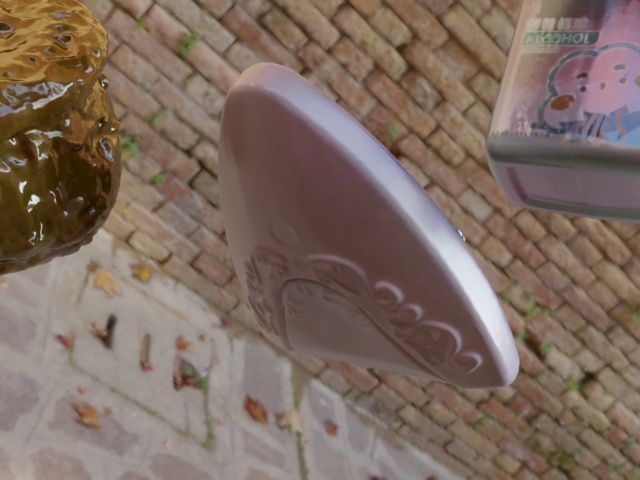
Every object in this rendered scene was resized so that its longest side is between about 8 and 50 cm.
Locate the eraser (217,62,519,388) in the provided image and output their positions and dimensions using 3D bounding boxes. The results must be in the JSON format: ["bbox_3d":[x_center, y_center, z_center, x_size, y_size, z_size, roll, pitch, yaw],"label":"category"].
[{"bbox_3d":[-0.001,0.001,0.584,0.059,0.204,0.243,-56,135,-32],"label":"eraser"}]

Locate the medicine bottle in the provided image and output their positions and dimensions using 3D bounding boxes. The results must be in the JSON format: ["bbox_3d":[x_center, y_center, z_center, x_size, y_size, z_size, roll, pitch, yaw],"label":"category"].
[{"bbox_3d":[0.185,-0.114,0.588,0.094,0.119,0.188,44,60,-58],"label":"medicine bottle"}]

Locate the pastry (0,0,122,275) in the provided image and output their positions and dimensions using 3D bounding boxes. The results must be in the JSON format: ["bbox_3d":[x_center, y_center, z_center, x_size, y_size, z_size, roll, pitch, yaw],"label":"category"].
[{"bbox_3d":[-0.245,-0.069,0.587,0.235,0.132,0.240,-23,43,-28],"label":"pastry"}]
